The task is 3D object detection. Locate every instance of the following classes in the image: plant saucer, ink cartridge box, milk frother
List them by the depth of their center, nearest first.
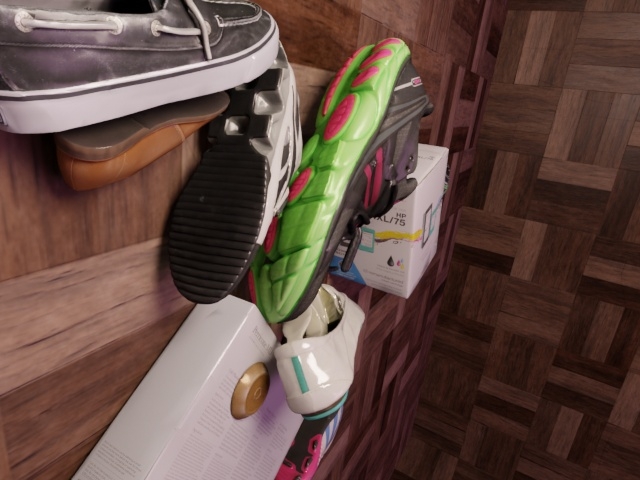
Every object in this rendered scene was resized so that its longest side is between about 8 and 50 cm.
[{"bbox_3d":[-0.095,0.217,0.604,0.083,0.015,0.084,-41,138,-50],"label":"plant saucer"},{"bbox_3d":[0.000,0.000,0.813,0.135,0.129,0.143,-71,-163,-4],"label":"milk frother"},{"bbox_3d":[0.143,-0.059,0.925,0.197,0.197,0.270,-45,141,-44],"label":"ink cartridge box"}]

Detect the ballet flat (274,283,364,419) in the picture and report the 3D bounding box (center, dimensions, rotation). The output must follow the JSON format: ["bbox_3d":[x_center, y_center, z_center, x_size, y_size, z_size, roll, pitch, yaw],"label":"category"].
[{"bbox_3d":[0.000,0.147,0.745,0.400,0.138,0.139,-60,161,-78],"label":"ballet flat"}]

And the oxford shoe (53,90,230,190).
[{"bbox_3d":[-0.174,-0.116,0.430,0.212,0.076,0.076,-47,174,-47],"label":"oxford shoe"}]

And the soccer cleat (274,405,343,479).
[{"bbox_3d":[-0.037,0.490,0.976,0.331,0.115,0.143,-42,140,-48],"label":"soccer cleat"}]

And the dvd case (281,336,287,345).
[{"bbox_3d":[-0.012,0.188,0.964,0.165,0.018,0.221,-68,154,-12],"label":"dvd case"}]

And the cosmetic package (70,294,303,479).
[{"bbox_3d":[-0.148,0.295,0.663,0.285,0.097,0.378,-57,149,-28],"label":"cosmetic package"}]

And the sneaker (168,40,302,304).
[{"bbox_3d":[-0.084,-0.076,0.544,0.146,0.122,0.331,36,68,-68],"label":"sneaker"}]

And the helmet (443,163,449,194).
[{"bbox_3d":[0.276,-0.170,1.170,0.161,0.169,0.170,34,73,-47],"label":"helmet"}]

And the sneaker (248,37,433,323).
[{"bbox_3d":[0.053,-0.080,0.656,0.202,0.185,0.483,35,79,-31],"label":"sneaker"}]

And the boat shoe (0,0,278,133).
[{"bbox_3d":[-0.144,-0.194,0.370,0.306,0.113,0.105,-35,150,-40],"label":"boat shoe"}]
